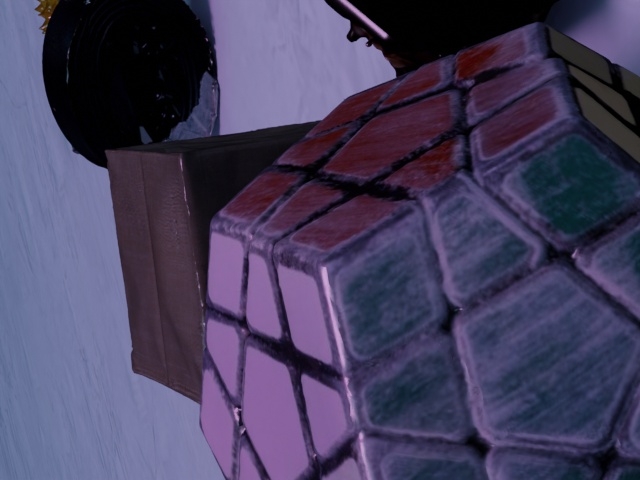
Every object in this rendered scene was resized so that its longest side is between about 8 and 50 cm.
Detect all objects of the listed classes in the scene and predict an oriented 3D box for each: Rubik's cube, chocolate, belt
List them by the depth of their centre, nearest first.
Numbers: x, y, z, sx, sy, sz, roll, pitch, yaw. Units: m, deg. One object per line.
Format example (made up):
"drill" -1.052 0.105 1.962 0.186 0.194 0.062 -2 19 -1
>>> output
"Rubik's cube" 0.094 0.057 0.685 0.264 0.319 0.319 21 122 30
"chocolate" 0.070 -0.136 0.839 0.133 0.156 0.156 88 159 -59
"belt" -0.172 -0.147 1.304 0.078 0.151 0.198 26 132 54

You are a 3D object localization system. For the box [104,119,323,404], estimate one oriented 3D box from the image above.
"box" 0.000 0.000 0.901 0.155 0.231 0.148 9 108 64

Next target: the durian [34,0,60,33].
"durian" -0.224 -0.240 1.376 0.102 0.146 0.208 -11 80 37
